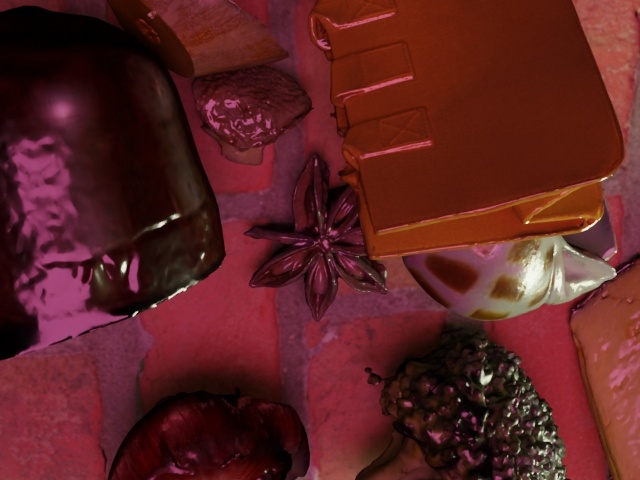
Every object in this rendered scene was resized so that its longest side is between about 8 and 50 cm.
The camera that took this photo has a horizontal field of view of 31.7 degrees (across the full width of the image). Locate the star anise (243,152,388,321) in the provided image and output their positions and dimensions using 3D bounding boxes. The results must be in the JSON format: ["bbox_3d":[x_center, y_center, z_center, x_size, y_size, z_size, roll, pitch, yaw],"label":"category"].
[{"bbox_3d":[0.015,0.006,1.428,0.197,0.073,0.212,37,105,-16],"label":"star anise"}]

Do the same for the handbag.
[{"bbox_3d":[0.140,-0.183,1.232,0.283,0.401,0.133,-10,154,-2],"label":"handbag"}]

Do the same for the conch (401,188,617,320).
[{"bbox_3d":[0.198,-0.033,1.356,0.368,0.197,0.249,42,63,-40],"label":"conch"}]

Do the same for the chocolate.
[{"bbox_3d":[-0.313,-0.076,1.223,0.384,0.383,0.331,-19,102,1],"label":"chocolate"}]

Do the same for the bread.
[{"bbox_3d":[0.511,0.169,1.576,0.346,0.242,0.405,-26,78,7],"label":"bread"}]

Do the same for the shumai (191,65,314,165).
[{"bbox_3d":[-0.086,-0.141,1.341,0.145,0.145,0.116,11,128,-11],"label":"shumai"}]

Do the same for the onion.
[{"bbox_3d":[-0.154,0.270,1.460,0.272,0.195,0.272,-23,150,-14],"label":"onion"}]

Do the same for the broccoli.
[{"bbox_3d":[0.172,0.281,1.473,0.281,0.348,0.293,-29,68,14],"label":"broccoli"}]

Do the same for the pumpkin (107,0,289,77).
[{"bbox_3d":[-0.148,-0.240,1.230,0.110,0.217,0.217,-45,110,0],"label":"pumpkin"}]
